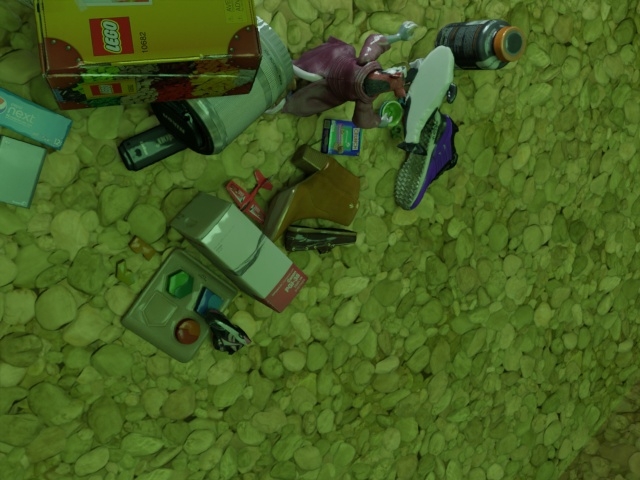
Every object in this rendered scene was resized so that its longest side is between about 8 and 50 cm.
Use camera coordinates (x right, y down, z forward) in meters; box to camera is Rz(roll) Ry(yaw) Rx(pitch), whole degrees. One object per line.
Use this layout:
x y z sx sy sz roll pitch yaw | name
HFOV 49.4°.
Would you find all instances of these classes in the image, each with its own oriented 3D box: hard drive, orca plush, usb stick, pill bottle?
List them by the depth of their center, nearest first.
-0.639 -0.142 1.456 0.094 0.022 0.135 16 94 -33 | hard drive
-0.327 -0.244 1.601 0.278 0.045 0.077 -29 113 -21 | usb stick
0.299 -0.370 1.859 0.102 0.151 0.287 -9 106 -64 | orca plush
0.430 -0.521 1.860 0.130 0.245 0.130 -8 106 -28 | pill bottle

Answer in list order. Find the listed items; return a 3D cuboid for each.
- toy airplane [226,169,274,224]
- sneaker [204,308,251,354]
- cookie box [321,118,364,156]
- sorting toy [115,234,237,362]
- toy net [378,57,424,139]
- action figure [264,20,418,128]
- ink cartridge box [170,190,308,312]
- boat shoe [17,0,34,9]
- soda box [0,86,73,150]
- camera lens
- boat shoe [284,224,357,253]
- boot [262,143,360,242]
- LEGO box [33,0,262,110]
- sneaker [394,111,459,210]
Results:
-0.171 -0.114 1.735 0.151 0.028 0.151 -9 107 -30 | toy airplane
-0.241 0.241 1.738 0.077 0.072 0.178 -44 139 -4 | sneaker
0.060 -0.269 1.826 0.107 0.040 0.092 0 101 -31 | cookie box
-0.368 0.137 1.673 0.307 0.041 0.229 41 80 -31 | sorting toy
0.248 -0.393 1.903 0.122 0.045 0.232 41 80 -31 | toy net
0.060 -0.387 1.600 0.275 0.370 0.248 -3 105 -31 | action figure
-0.193 0.026 1.650 0.117 0.207 0.283 -50 121 -12 | ink cartridge box
-0.518 -0.478 1.401 0.277 0.096 0.098 21 91 -32 | boat shoe
-0.620 -0.259 1.412 0.210 0.067 0.071 24 89 -33 | soda box
-0.220 -0.337 1.510 0.274 0.219 0.219 -46 120 -21 | camera lens
0.000 0.000 1.841 0.207 0.073 0.073 3 96 -23 | boat shoe
-0.009 -0.081 1.769 0.211 0.104 0.295 32 69 -26 | boot
-0.335 -0.522 1.287 0.372 0.193 0.500 -7 84 -13 | LEGO box
0.317 -0.213 1.955 0.146 0.102 0.293 17 93 -33 | sneaker
